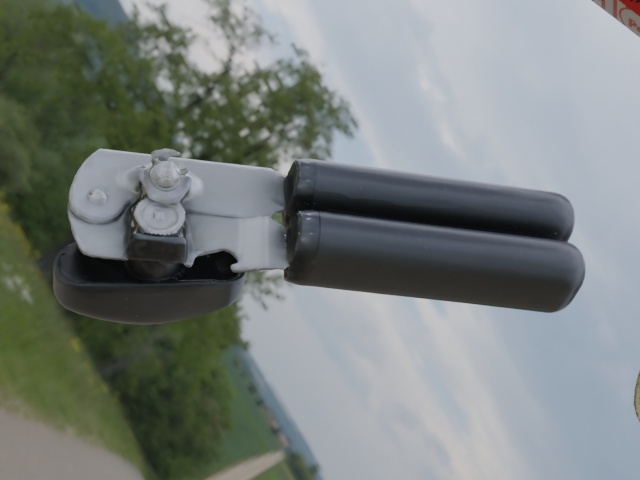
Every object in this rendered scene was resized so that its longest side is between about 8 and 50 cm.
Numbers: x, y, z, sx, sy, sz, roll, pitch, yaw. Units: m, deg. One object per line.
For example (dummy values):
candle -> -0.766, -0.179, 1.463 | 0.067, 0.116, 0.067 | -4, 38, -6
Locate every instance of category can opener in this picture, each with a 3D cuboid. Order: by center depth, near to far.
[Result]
can opener -> 0.000, 0.000, 0.720 | 0.093, 0.280, 0.074 | 102, -12, -49

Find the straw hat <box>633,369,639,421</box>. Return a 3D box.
straw hat -> 0.266, 0.084, 0.817 | 0.061, 0.144, 0.144 | 40, -2, -15

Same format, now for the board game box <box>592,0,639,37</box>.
board game box -> 0.295, -0.206, 0.916 | 0.147, 0.193, 0.045 | 42, -1, 17
